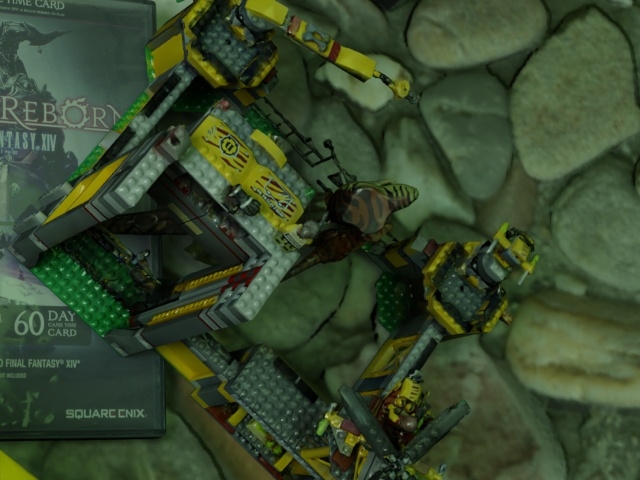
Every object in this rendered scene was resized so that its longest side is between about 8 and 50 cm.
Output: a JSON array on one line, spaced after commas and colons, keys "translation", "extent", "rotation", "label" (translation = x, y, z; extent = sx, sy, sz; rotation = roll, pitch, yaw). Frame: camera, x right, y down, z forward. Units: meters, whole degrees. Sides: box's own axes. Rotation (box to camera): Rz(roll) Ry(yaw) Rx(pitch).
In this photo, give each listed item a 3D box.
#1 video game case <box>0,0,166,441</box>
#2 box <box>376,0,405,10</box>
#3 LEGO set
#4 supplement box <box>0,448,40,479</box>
[{"translation": [-0.188, -0.020, 0.866], "extent": [0.196, 0.026, 0.274], "rotation": [3, 79, -26], "label": "video game case"}, {"translation": [0.077, -0.286, 0.944], "extent": [0.163, 0.247, 0.142], "rotation": [42, 65, -8], "label": "box"}, {"translation": [0.000, 0.000, 0.838], "extent": [0.255, 0.192, 0.331], "rotation": [-44, 103, -30], "label": "LEGO set"}, {"translation": [-0.253, 0.170, 0.682], "extent": [0.356, 0.194, 0.195], "rotation": [42, 55, -12], "label": "supplement box"}]
